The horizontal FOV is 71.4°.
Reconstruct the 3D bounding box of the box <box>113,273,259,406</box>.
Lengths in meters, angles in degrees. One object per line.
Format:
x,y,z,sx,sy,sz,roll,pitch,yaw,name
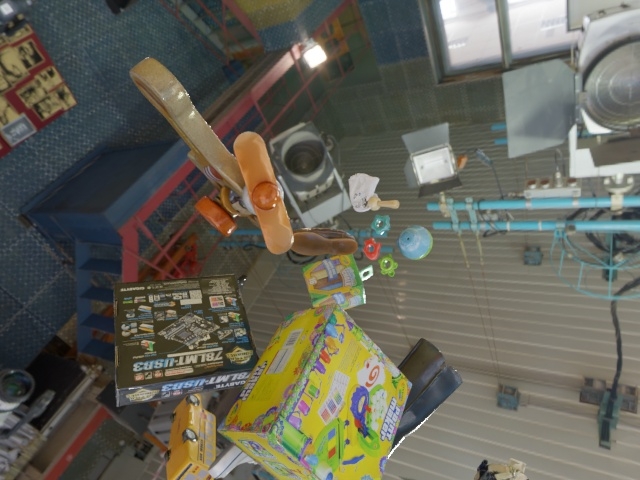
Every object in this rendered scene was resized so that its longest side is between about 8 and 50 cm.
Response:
-0.312,0.210,1.020,0.295,0.073,0.293,-3,-137,-25,box

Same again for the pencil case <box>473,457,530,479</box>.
0.411,0.705,1.063,0.159,0.184,0.410,8,-167,29,pencil case

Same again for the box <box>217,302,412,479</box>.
0.005,0.337,0.908,0.177,0.279,0.290,-22,-154,45,box

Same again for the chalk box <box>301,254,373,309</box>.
0.066,0.133,1.394,0.213,0.132,0.132,-17,-125,1,chalk box

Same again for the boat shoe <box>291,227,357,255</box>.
0.000,0.000,1.258,0.206,0.073,0.073,8,-152,-21,boat shoe

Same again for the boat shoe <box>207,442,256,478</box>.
-0.146,0.489,1.073,0.096,0.088,0.267,-45,168,36,boat shoe

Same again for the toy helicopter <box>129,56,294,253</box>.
-0.150,-0.115,0.680,0.140,0.355,0.235,-46,-131,-10,toy helicopter

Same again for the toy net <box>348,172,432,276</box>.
0.121,-0.040,0.920,0.122,0.045,0.232,-45,-121,18,toy net

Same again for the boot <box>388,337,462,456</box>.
0.231,0.493,1.517,0.445,0.367,0.146,-37,-170,-17,boot

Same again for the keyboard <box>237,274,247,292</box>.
-0.262,0.152,1.247,0.023,0.108,0.180,29,-150,7,keyboard

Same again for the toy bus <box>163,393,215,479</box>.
-0.415,0.641,1.444,0.108,0.130,0.333,-50,-160,4,toy bus
